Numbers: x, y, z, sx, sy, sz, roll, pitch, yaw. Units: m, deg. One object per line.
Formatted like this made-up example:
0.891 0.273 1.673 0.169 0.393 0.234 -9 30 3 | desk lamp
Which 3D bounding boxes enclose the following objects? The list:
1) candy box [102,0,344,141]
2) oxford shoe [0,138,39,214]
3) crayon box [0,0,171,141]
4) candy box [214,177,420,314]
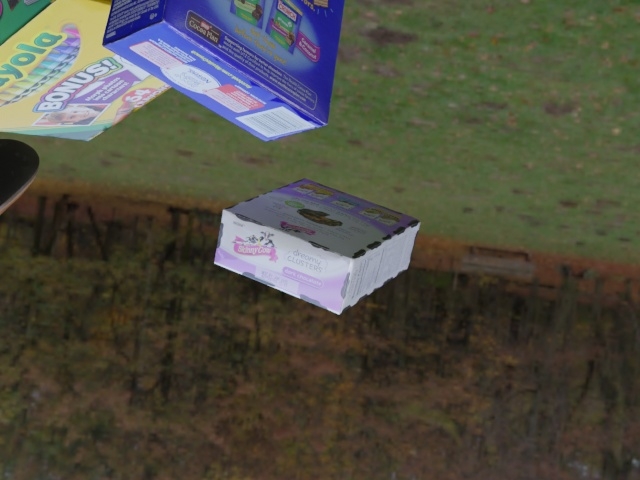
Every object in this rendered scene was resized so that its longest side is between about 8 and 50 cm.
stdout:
-0.093 -0.319 1.096 0.122 0.317 0.268 -6 157 40 | candy box
-0.315 -0.006 0.745 0.076 0.212 0.076 39 153 18 | oxford shoe
-0.350 -0.265 1.296 0.363 0.106 0.313 -25 167 34 | crayon box
0.000 0.000 1.072 0.165 0.070 0.196 22 -158 22 | candy box
